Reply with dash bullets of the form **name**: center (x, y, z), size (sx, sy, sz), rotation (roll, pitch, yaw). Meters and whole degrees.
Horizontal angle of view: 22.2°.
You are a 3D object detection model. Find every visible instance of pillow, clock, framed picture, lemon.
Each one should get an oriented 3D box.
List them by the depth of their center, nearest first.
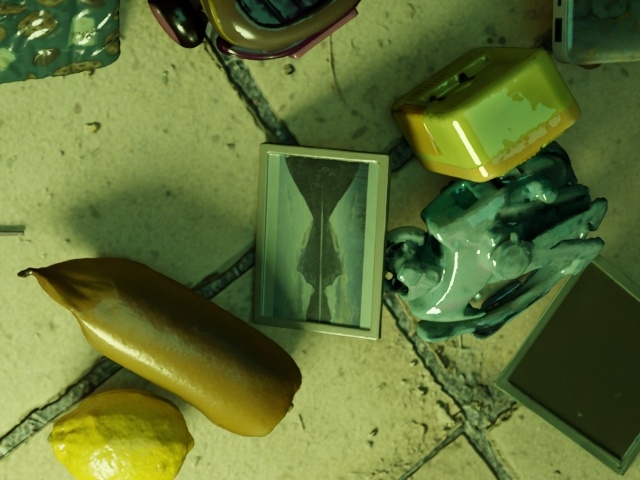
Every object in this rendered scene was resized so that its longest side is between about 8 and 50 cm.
- **pillow**: center (-0.281, -0.239, 1.580), size (0.189, 0.034, 0.255), rotation (-14, 149, -17)
- **lemon**: center (-0.210, 0.212, 1.726), size (0.155, 0.114, 0.114), rotation (3, 99, -15)
- **clock**: center (0.173, -0.136, 1.740), size (0.143, 0.202, 0.096), rotation (-37, 106, -8)
- **framed picture**: center (0.000, 0.000, 1.760), size (0.150, 0.015, 0.203), rotation (7, 100, 20)
- **framed picture**: center (0.334, 0.145, 1.924), size (0.252, 0.014, 0.197), rotation (36, 88, -33)

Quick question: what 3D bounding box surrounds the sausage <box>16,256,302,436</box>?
- **sausage**: center (-0.166, 0.098, 1.725), size (0.328, 0.112, 0.112), rotation (33, 89, -20)

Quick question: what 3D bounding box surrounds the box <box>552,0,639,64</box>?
- **box**: center (0.358, -0.271, 1.813), size (0.285, 0.044, 0.142), rotation (-9, 104, -41)

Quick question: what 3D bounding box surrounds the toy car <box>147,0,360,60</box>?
- **toy car**: center (-0.071, -0.337, 1.602), size (0.271, 0.240, 0.340), rotation (-38, 106, -6)

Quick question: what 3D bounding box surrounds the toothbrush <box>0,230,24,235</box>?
- **toothbrush**: center (-0.355, -0.007, 1.692), size (0.097, 0.008, 0.006), rotation (0, 102, -19)

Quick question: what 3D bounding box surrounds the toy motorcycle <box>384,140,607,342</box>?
- **toy motorcycle**: center (0.189, 0.006, 1.814), size (0.260, 0.154, 0.206), rotation (-36, 132, 1)

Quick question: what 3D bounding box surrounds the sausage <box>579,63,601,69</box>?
- **sausage**: center (0.276, -0.339, 1.808), size (0.078, 0.078, 0.304), rotation (-22, 107, -14)
